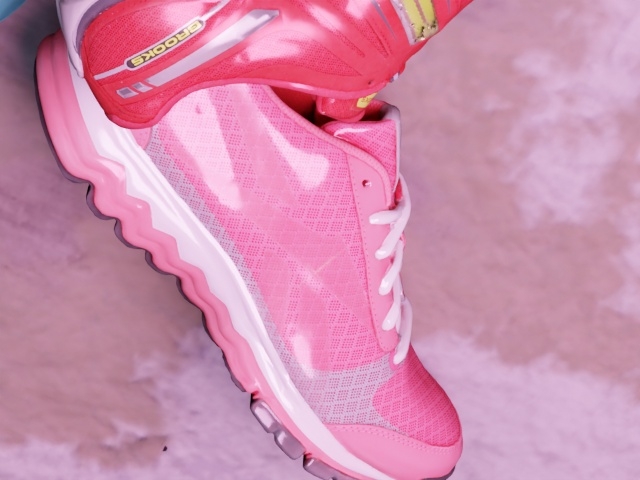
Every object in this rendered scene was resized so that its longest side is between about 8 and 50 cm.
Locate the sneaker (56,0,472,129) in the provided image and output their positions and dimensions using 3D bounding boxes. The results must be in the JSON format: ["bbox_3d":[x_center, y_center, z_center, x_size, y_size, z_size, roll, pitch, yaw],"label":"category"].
[{"bbox_3d":[0.022,-0.113,0.886,0.279,0.107,0.118,-12,116,-12],"label":"sneaker"}]

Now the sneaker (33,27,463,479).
[{"bbox_3d":[0.000,0.000,0.978,0.136,0.116,0.314,-31,116,17],"label":"sneaker"}]

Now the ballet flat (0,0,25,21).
[{"bbox_3d":[-0.083,-0.244,0.844,0.124,0.116,0.342,45,113,-1],"label":"ballet flat"}]
